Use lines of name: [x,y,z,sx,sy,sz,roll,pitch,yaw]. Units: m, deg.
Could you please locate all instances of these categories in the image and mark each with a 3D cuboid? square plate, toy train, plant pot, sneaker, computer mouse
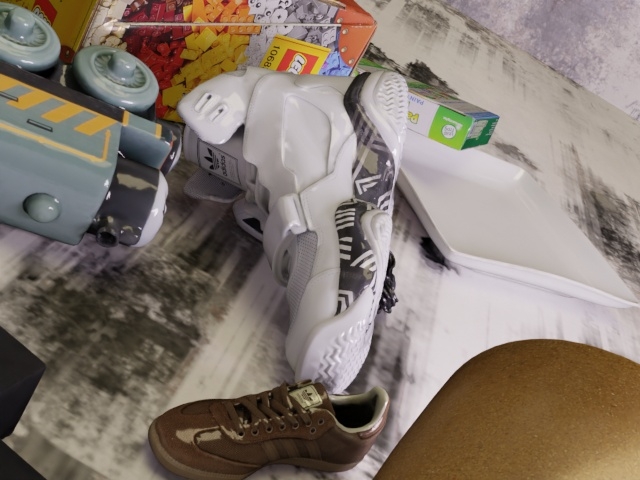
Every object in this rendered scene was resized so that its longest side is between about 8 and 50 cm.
square plate: [0.231,-0.038,1.270,0.347,0.049,0.344,15,30,-31]
toy train: [-0.270,-0.099,0.738,0.334,0.142,0.190,22,39,-24]
plant pot: [0.088,0.211,0.498,0.237,0.237,0.254,42,41,21]
sneaker: [-0.038,-0.028,0.845,0.210,0.137,0.366,9,51,3]
sneaker: [-0.031,0.125,0.657,0.188,0.071,0.066,8,34,-41]
computer mouse: [0.000,0.000,0.951,0.193,0.042,0.106,29,26,-6]

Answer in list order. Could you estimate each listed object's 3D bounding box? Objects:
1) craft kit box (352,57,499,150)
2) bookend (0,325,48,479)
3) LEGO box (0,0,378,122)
craft kit box: [0.129,-0.209,1.370,0.246,0.061,0.250,29,16,14]
bookend: [-0.199,0.114,0.489,0.156,0.072,0.157,37,25,9]
LEGO box: [-0.226,-0.364,1.176,0.372,0.193,0.500,4,37,-45]
